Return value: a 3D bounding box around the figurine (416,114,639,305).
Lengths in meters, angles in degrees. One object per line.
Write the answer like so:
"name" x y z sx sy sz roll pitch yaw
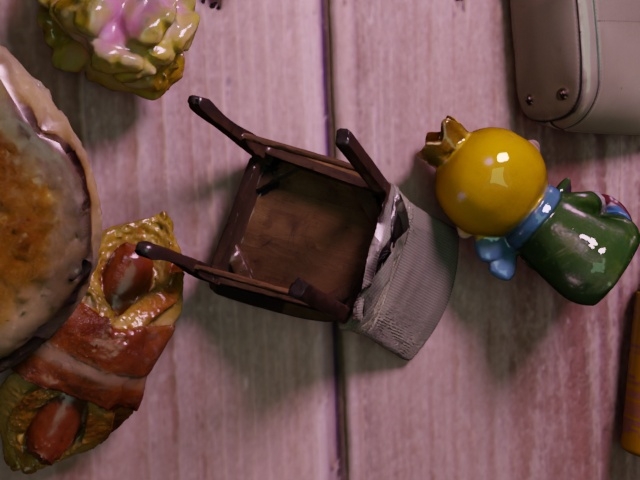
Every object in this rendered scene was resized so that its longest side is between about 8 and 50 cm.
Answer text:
"figurine" 0.212 -0.045 0.867 0.234 0.185 0.127 34 125 12

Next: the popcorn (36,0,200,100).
"popcorn" -0.173 -0.195 0.712 0.145 0.126 0.126 33 65 9

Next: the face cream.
"face cream" 0.393 0.107 0.952 0.078 0.078 0.273 5 91 -20

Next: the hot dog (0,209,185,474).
"hot dog" -0.196 0.090 0.731 0.123 0.093 0.262 22 87 -15

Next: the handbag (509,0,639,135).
"handbag" 0.353 -0.231 0.935 0.315 0.109 0.241 -9 97 -32

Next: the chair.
"chair" 0.000 0.000 0.782 0.186 0.319 0.160 15 83 24

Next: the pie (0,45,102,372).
"pie" -0.335 -0.015 0.622 0.339 0.077 0.339 -4 111 -10
